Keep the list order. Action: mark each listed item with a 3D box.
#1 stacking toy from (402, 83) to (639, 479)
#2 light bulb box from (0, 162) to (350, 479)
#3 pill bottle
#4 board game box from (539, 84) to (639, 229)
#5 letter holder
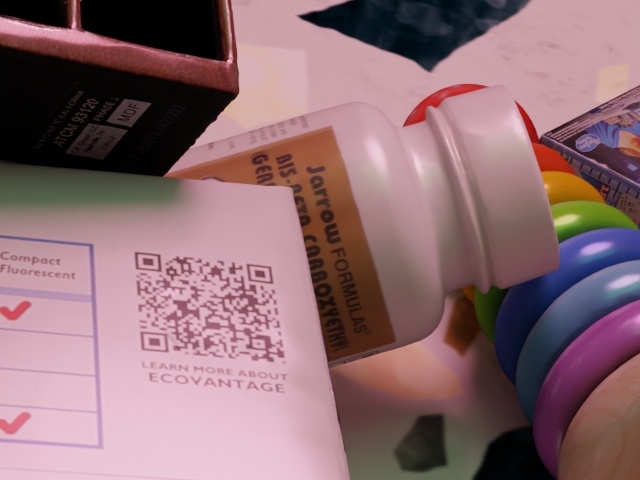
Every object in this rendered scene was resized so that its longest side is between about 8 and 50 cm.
[{"bbox_3d":[0.135,0.015,1.107,0.141,0.141,0.330,-4,39,-24],"label":"stacking toy"},{"bbox_3d":[-0.175,0.158,0.739,0.358,0.225,0.361,5,39,-13],"label":"light bulb box"},{"bbox_3d":[0.000,0.000,1.007,0.229,0.131,0.131,-17,43,0],"label":"pill bottle"},{"bbox_3d":[0.262,-0.023,1.249,0.194,0.060,0.194,40,44,25],"label":"board game box"},{"bbox_3d":[-0.178,-0.100,0.929,0.152,0.302,0.214,9,60,-28],"label":"letter holder"}]
